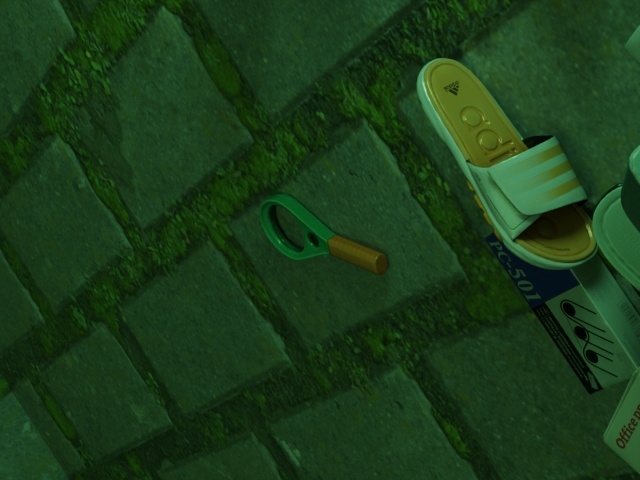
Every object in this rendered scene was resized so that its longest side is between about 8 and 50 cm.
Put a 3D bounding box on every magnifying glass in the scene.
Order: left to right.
[{"bbox_3d":[0.000,0.000,1.999,0.231,0.026,0.092,20,134,44],"label":"magnifying glass"}]

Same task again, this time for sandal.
[{"bbox_3d":[0.193,-0.087,1.573,0.265,0.102,0.076,54,152,9],"label":"sandal"}]

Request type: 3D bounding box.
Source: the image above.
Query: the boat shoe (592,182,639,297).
[{"bbox_3d":[0.377,0.066,1.471,0.114,0.091,0.302,-35,86,15],"label":"boat shoe"}]

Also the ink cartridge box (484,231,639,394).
[{"bbox_3d":[0.271,0.059,1.651,0.207,0.046,0.097,56,148,1],"label":"ink cartridge box"}]

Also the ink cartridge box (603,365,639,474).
[{"bbox_3d":[0.404,0.212,1.565,0.203,0.086,0.148,43,147,23],"label":"ink cartridge box"}]

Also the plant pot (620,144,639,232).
[{"bbox_3d":[0.389,-0.018,1.228,0.247,0.248,0.252,52,175,7],"label":"plant pot"}]

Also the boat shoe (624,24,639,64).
[{"bbox_3d":[0.344,-0.205,1.278,0.084,0.095,0.258,47,159,8],"label":"boat shoe"}]
